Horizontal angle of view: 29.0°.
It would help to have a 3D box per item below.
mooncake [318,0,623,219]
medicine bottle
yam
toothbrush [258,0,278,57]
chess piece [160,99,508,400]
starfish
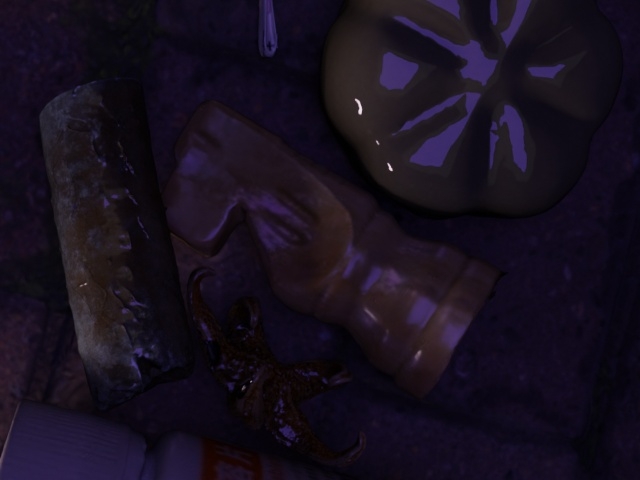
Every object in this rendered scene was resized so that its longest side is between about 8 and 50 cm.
[{"bbox_3d":[0.130,-0.144,1.068,0.275,0.135,0.275,-1,93,-11],"label":"mooncake"},{"bbox_3d":[-0.083,0.263,0.968,0.371,0.211,0.211,17,85,-11],"label":"medicine bottle"},{"bbox_3d":[-0.163,0.002,0.993,0.093,0.093,0.259,-10,76,-12],"label":"yam"},{"bbox_3d":[-0.048,-0.263,1.088,0.017,0.022,0.204,-1,89,-28],"label":"toothbrush"},{"bbox_3d":[0.000,0.000,1.052,0.301,0.137,0.137,34,82,4],"label":"chess piece"},{"bbox_3d":[-0.047,0.105,1.009,0.074,0.146,0.190,-40,111,22],"label":"starfish"}]
